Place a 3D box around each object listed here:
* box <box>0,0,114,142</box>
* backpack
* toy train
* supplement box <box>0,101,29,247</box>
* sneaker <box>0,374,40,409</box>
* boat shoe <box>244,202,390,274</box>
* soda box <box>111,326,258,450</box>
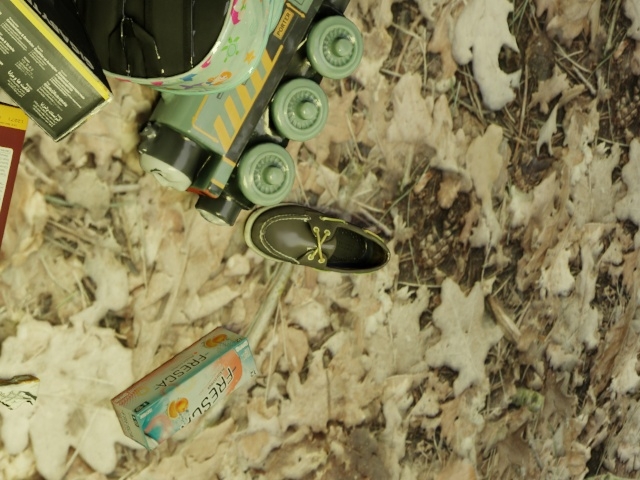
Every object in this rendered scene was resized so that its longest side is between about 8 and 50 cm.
[{"bbox_3d":[-0.335,-0.271,1.134,0.079,0.257,0.322,-37,130,5],"label":"box"},{"bbox_3d":[-0.147,-0.281,1.322,0.191,0.225,0.253,16,82,-64],"label":"backpack"},{"bbox_3d":[-0.088,-0.188,1.487,0.190,0.142,0.333,32,82,-31],"label":"toy train"},{"bbox_3d":[-0.399,-0.055,1.188,0.129,0.191,0.194,9,96,-44],"label":"supplement box"},{"bbox_3d":[-0.356,0.177,1.412,0.083,0.032,0.036,-1,103,-42],"label":"sneaker"},{"bbox_3d":[0.000,0.000,1.662,0.228,0.069,0.081,9,96,-44],"label":"boat shoe"},{"bbox_3d":[-0.169,0.184,1.567,0.183,0.063,0.058,-34,123,-31],"label":"soda box"}]
